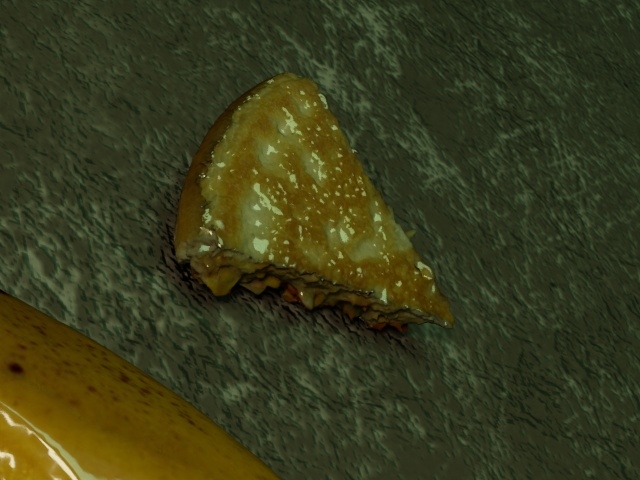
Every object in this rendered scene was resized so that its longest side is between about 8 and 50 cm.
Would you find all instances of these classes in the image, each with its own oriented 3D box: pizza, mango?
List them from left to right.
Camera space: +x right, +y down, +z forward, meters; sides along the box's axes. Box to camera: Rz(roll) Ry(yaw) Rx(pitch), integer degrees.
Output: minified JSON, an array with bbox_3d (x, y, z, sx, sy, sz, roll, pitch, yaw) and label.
[{"bbox_3d":[-0.126,0.108,0.709,0.290,0.160,0.191,21,-3,10],"label":"mango"},{"bbox_3d":[0.000,0.000,1.085,0.199,0.062,0.188,41,45,-9],"label":"pizza"}]
